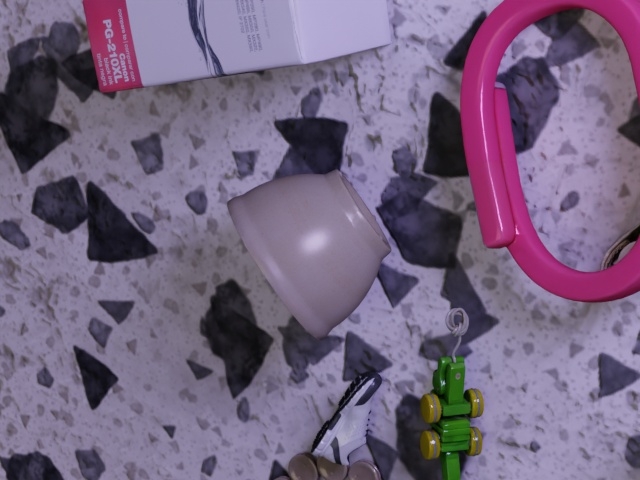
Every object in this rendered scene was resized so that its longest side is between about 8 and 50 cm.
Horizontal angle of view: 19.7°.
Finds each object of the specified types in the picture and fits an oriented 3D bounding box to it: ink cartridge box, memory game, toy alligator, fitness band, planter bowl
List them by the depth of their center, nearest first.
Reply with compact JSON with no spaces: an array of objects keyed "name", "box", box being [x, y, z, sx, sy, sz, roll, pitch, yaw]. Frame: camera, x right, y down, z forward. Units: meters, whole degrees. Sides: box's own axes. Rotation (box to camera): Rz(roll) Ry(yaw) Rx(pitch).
[{"name":"fitness band","box":[0.228,-0.089,1.632,0.209,0.054,0.291,-16,79,37]},{"name":"ink cartridge box","box":[-0.076,-0.210,1.747,0.237,0.172,0.100,-5,100,33]},{"name":"planter bowl","box":[0.000,0.000,1.776,0.109,0.162,0.162,-33,83,7]},{"name":"toy alligator","box":[0.124,0.150,1.787,0.051,0.056,0.190,-143,51,-67]},{"name":"memory game","box":[0.020,0.304,1.911,0.186,0.012,0.186,9,107,30]}]

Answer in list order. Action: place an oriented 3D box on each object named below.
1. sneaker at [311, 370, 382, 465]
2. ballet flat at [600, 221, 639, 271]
[{"name":"sneaker","box":[0.035,0.180,1.858,0.043,0.040,0.109,31,109,-7]},{"name":"ballet flat","box":[0.314,-0.011,1.623,0.168,0.052,0.057,-44,78,32]}]
